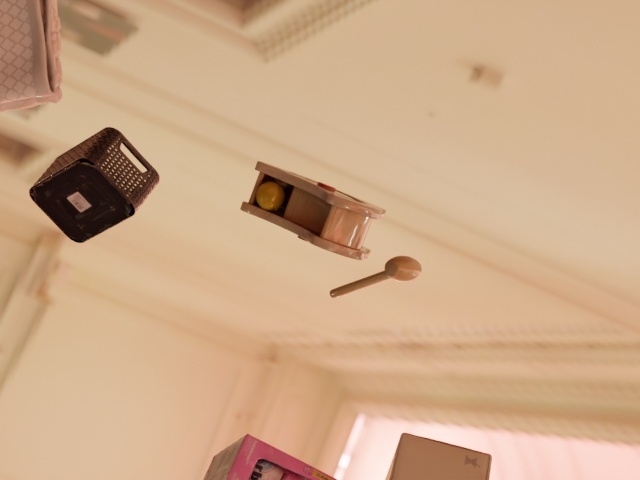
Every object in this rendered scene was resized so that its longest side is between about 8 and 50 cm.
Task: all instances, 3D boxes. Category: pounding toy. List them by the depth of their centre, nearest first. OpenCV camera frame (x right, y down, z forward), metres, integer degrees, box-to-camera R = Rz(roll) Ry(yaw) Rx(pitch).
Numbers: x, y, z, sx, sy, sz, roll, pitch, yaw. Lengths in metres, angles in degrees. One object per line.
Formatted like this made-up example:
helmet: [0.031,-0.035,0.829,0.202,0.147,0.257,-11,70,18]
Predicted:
pounding toy: [0.000,0.000,2.408,0.154,0.269,0.154,12,100,-62]

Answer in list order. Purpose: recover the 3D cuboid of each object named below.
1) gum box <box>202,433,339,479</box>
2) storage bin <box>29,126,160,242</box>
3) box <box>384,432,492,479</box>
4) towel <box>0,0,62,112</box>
gum box: [-0.052,0.247,1.641,0.062,0.107,0.188,-66,-173,-18]
storage bin: [-0.354,-0.085,2.641,0.180,0.122,0.084,-25,-156,44]
box: [0.120,0.395,2.157,0.311,0.121,0.148,104,1,-48]
towel: [-0.479,-0.313,2.118,0.053,0.317,0.331,19,66,-73]
